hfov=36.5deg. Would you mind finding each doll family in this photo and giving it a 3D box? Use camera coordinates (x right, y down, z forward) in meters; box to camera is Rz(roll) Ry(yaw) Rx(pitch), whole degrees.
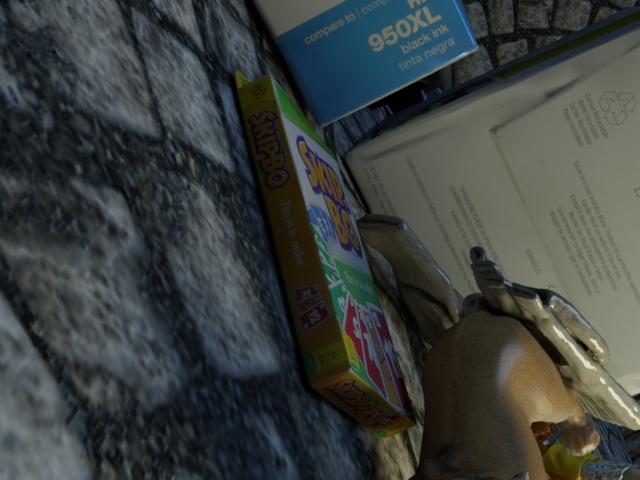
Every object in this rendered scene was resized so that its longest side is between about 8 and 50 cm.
[{"bbox_3d":[0.227,0.224,0.893,0.263,0.163,0.118,42,59,-58],"label":"doll family"}]

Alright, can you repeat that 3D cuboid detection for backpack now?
[{"bbox_3d":[0.157,-0.153,1.378,0.114,0.084,0.105,49,24,-57],"label":"backpack"}]

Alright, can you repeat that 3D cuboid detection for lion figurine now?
[{"bbox_3d":[0.111,0.151,0.615,0.240,0.142,0.392,61,13,-26],"label":"lion figurine"}]

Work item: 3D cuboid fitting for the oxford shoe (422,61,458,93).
[{"bbox_3d":[0.117,-0.345,1.563,0.348,0.123,0.130,59,42,-27],"label":"oxford shoe"}]

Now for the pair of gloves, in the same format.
[{"bbox_3d":[0.139,0.071,0.818,0.240,0.042,0.204,20,-26,53],"label":"pair of gloves"}]

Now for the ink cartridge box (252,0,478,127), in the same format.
[{"bbox_3d":[-0.010,-0.342,0.923,0.395,0.166,0.285,61,15,-16],"label":"ink cartridge box"}]

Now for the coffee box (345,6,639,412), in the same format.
[{"bbox_3d":[0.269,-0.035,1.071,0.337,0.338,0.334,64,14,-8],"label":"coffee box"}]

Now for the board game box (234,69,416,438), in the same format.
[{"bbox_3d":[0.000,0.000,0.677,0.124,0.039,0.259,47,21,-55],"label":"board game box"}]

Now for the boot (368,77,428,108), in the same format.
[{"bbox_3d":[0.077,-0.228,1.221,0.106,0.082,0.219,68,16,-1],"label":"boot"}]
